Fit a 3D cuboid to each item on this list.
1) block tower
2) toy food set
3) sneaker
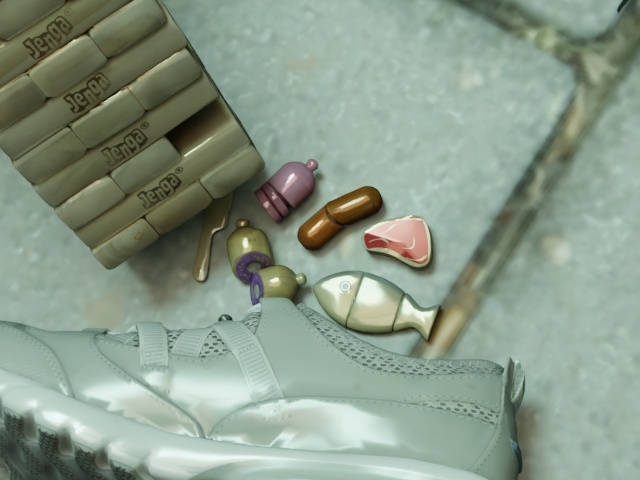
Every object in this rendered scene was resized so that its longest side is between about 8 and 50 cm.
[{"bbox_3d":[-0.131,-0.120,0.528,0.097,0.335,0.091,-34,50,1],"label":"block tower"},{"bbox_3d":[0.000,0.000,0.643,0.122,0.019,0.078,9,79,13],"label":"toy food set"},{"bbox_3d":[-0.041,0.077,0.610,0.281,0.105,0.115,13,54,13],"label":"sneaker"}]
